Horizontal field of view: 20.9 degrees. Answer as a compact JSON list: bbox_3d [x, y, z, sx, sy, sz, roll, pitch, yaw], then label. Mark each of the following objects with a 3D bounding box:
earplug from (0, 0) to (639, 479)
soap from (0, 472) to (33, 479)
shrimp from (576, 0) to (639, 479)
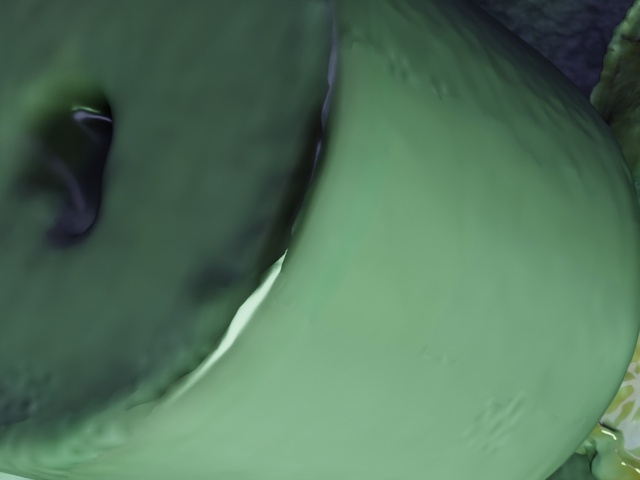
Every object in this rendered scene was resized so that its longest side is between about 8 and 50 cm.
[{"bbox_3d":[0.000,0.000,0.920,0.313,0.394,0.312,-15,65,35],"label":"earplug"},{"bbox_3d":[-0.235,0.236,0.973,0.261,0.156,0.446,3,64,4],"label":"soap"},{"bbox_3d":[0.264,-0.033,1.114,0.221,0.110,0.445,9,69,1],"label":"shrimp"}]
